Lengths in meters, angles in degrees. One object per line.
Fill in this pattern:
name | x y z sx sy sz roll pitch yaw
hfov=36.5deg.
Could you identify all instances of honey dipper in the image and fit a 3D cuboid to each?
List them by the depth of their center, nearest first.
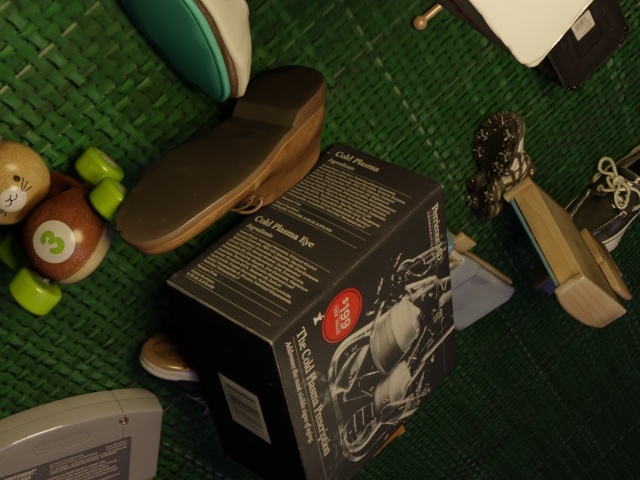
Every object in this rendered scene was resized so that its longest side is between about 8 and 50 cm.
honey dipper | 0.179 -0.318 1.215 0.161 0.030 0.030 -41 141 3

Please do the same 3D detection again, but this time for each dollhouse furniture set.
dollhouse furniture set | 0.286 0.107 1.474 0.303 0.198 0.286 -37 136 22

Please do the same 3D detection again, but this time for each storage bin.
storage bin | 0.327 -0.303 1.306 0.122 0.084 0.180 -45 141 3

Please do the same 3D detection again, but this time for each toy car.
toy car | -0.308 -0.046 0.978 0.155 0.149 0.188 -47 129 6

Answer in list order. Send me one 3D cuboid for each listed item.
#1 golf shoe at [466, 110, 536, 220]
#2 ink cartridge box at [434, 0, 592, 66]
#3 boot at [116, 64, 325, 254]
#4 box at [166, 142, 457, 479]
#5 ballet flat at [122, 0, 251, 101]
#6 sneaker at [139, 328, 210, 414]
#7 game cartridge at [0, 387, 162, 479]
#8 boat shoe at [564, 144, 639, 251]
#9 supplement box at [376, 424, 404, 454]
golf shoe | 0.277 -0.123 1.440 0.094 0.077 0.198 -25 148 -25
ink cartridge box | 0.043 -0.347 0.786 0.166 0.395 0.285 -50 141 9
boot | -0.087 -0.062 1.021 0.305 0.112 0.115 -45 143 -37
box | 0.009 0.111 1.243 0.312 0.179 0.343 -42 140 -30
ballet flat | -0.149 -0.289 0.904 0.139 0.139 0.400 -42 140 -1
sneaker | -0.152 0.213 1.360 0.282 0.099 0.153 8 117 -47
game cartridge | -0.358 0.301 1.305 0.294 0.060 0.196 -13 136 -32
boat shoe | 0.504 -0.080 1.626 0.306 0.113 0.105 -32 144 -13
supplement box | 0.061 0.272 1.607 0.078 0.080 0.233 -39 139 -4
